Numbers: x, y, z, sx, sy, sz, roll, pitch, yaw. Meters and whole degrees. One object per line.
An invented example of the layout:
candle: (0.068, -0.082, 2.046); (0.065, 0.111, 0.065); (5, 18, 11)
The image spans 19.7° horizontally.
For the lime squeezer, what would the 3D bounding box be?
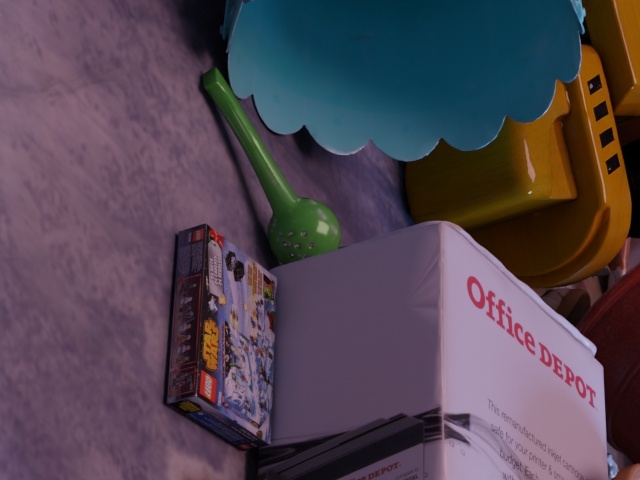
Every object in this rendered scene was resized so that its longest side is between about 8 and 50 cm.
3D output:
lime squeezer: (0.000, 0.000, 1.451); (0.310, 0.059, 0.110); (45, 9, -39)

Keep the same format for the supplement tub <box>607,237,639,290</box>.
supplement tub: (0.415, 0.046, 2.041); (0.199, 0.144, 0.144); (-10, 85, -61)

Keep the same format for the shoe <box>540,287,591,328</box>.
shoe: (0.193, 0.105, 1.723); (0.219, 0.058, 0.077); (-40, 137, -55)

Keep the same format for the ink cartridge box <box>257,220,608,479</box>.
ink cartridge box: (0.091, 0.228, 1.352); (0.285, 0.166, 0.395); (40, 44, -47)

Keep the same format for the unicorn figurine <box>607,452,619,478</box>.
unicorn figurine: (0.241, 0.229, 1.727); (0.111, 0.060, 0.162); (35, 44, -55)

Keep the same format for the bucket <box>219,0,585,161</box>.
bucket: (0.061, -0.212, 1.440); (0.281, 0.281, 0.183); (39, 37, -46)

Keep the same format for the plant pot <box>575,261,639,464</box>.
plant pot: (0.399, 0.165, 1.668); (0.272, 0.272, 0.265); (31, 21, -51)

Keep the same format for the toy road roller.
toy road roller: (0.188, -0.120, 1.685); (0.240, 0.202, 0.330); (-2, 77, -49)

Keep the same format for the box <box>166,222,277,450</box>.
box: (-0.068, 0.069, 1.302); (0.094, 0.027, 0.137); (41, 42, -47)

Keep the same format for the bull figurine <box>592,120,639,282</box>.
bull figurine: (0.327, -0.074, 1.835); (0.101, 0.310, 0.188); (9, 59, -12)

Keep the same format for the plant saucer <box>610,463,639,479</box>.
plant saucer: (0.240, 0.270, 1.391); (0.200, 0.037, 0.200); (-10, 90, -70)
